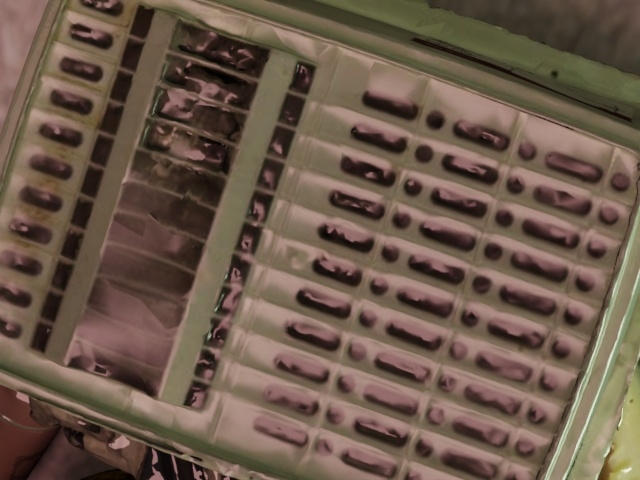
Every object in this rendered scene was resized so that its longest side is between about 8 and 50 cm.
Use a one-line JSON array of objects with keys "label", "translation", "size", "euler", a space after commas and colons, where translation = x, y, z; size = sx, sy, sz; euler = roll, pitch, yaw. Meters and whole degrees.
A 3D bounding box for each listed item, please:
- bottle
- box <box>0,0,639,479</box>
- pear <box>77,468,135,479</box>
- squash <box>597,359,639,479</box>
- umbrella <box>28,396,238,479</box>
[{"label": "bottle", "translation": [-0.179, 0.110, 1.013], "size": [0.053, 0.053, 0.140], "euler": [33, 126, -3]}, {"label": "box", "translation": [0.000, 0.000, 0.779], "size": [0.291, 0.166, 0.220], "euler": [20, 96, 7]}, {"label": "pear", "translation": [-0.105, 0.212, 0.972], "size": [0.197, 0.197, 0.197], "euler": [9, 124, 14]}, {"label": "squash", "translation": [0.120, 0.178, 0.918], "size": [0.252, 0.169, 0.093], "euler": [60, 164, -22]}, {"label": "umbrella", "translation": [0.014, 0.140, 0.877], "size": [0.358, 0.113, 0.106], "euler": [31, 134, 18]}]
